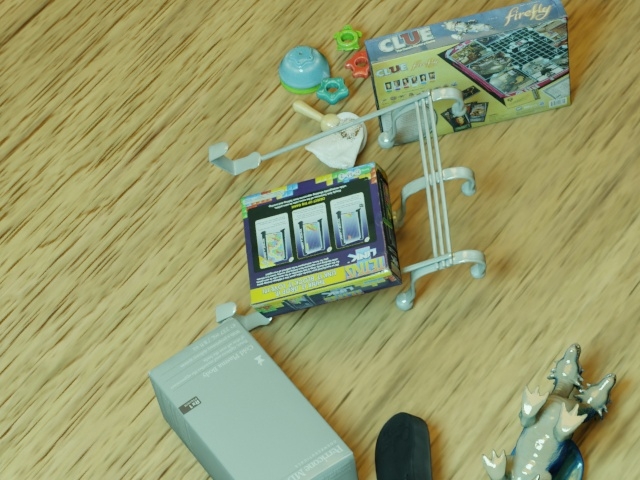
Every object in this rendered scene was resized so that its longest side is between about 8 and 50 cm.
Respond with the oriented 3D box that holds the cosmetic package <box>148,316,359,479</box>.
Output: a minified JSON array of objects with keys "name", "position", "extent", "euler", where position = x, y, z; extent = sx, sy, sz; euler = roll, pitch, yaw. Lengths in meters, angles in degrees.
[{"name":"cosmetic package","position":[-0.073,0.215,1.922],"extent":[0.127,0.107,0.238],"euler":[-33,52,-18]}]

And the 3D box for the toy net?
[{"name":"toy net","position":[0.023,-0.174,2.232],"extent":[0.122,0.045,0.232],"euler":[-14,54,-3]}]

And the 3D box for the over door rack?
[{"name":"over door rack","position":[0.034,-0.031,2.071],"extent":[0.324,0.108,0.239],"euler":[-14,63,17]}]

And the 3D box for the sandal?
[{"name":"sandal","position":[0.084,0.293,1.840],"extent":[0.054,0.097,0.254],"euler":[21,36,-28]}]

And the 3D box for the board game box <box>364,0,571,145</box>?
[{"name":"board game box","position":[0.185,-0.207,2.149],"extent":[0.243,0.165,0.042],"euler":[-13,53,0]}]

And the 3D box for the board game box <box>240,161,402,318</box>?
[{"name":"board game box","position":[0.000,0.000,1.981],"extent":[0.170,0.048,0.141],"euler":[-14,65,17]}]

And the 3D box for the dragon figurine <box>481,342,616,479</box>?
[{"name":"dragon figurine","position":[0.233,0.240,1.857],"extent":[0.085,0.144,0.289],"euler":[22,80,22]}]
